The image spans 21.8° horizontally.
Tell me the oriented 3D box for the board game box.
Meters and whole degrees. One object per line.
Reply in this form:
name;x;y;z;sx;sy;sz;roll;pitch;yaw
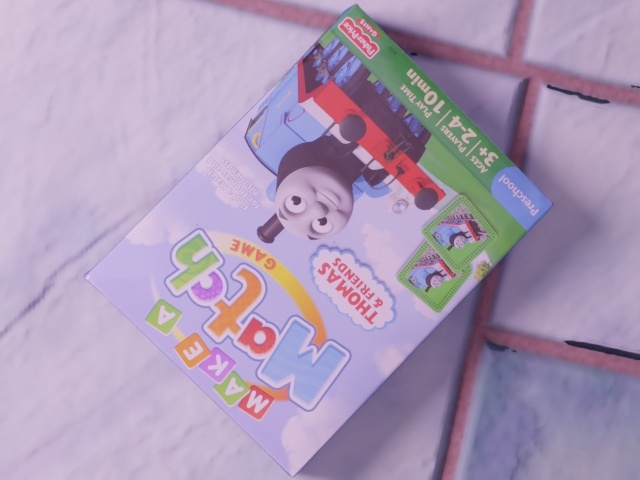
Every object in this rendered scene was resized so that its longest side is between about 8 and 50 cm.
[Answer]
board game box;0.000;0.000;0.923;0.160;0.039;0.211;44;85;-7
